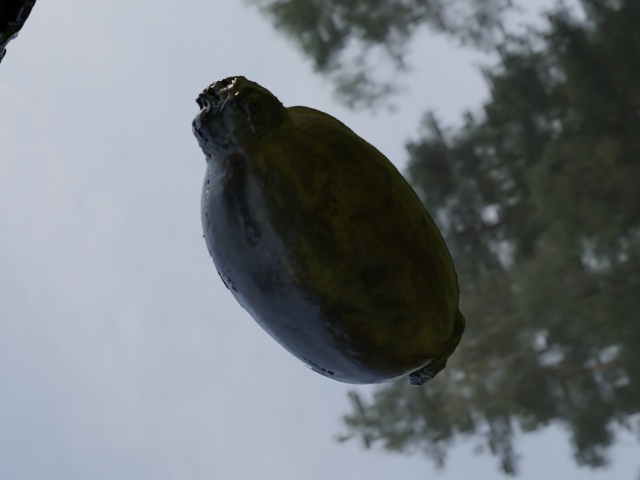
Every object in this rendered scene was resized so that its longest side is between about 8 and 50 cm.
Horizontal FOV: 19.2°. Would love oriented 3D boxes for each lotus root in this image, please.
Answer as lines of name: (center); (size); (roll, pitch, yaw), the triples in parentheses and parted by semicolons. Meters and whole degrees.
lotus root: (0.000, 0.000, 0.994); (0.209, 0.120, 0.120); (50, -148, -24)

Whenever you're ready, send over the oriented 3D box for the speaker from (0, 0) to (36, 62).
speaker: (-0.172, -0.154, 0.915); (0.198, 0.259, 0.329); (39, -142, -53)
